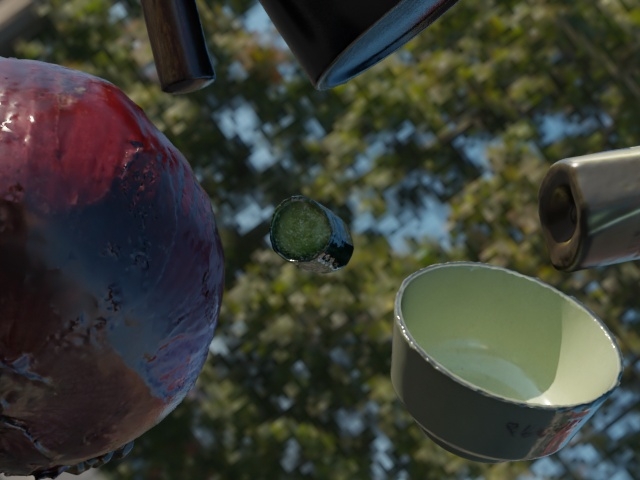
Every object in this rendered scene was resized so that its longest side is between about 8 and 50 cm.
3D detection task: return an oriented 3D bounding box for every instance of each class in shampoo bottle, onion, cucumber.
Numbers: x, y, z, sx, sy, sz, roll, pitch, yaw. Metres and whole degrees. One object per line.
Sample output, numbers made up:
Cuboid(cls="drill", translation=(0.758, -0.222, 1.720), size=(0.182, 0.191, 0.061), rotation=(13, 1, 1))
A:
Cuboid(cls="shampoo bottle", translation=(0.352, -0.048, 1.483), size=(0.125, 0.350, 0.084), rotation=(115, -37, -69))
Cuboid(cls="onion", translation=(-0.192, 0.020, 1.156), size=(0.276, 0.276, 0.276), rotation=(52, -9, 11))
Cuboid(cls="cucumber", translation=(0.000, 0.000, 1.353), size=(0.048, 0.048, 0.105), rotation=(51, 7, 18))

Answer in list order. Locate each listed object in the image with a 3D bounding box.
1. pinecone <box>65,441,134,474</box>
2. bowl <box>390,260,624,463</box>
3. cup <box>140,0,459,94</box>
Cuboid(cls="pinecone", translation=(-0.211, 0.122, 1.596), size=(0.163, 0.163, 0.165), rotation=(55, -8, -7))
Cuboid(cls="bowl", translation=(0.152, 0.121, 1.666), size=(0.211, 0.211, 0.112), rotation=(47, -47, 36))
Cuboid(cls="cup", translation=(-0.014, -0.206, 1.287), size=(0.177, 0.239, 0.166), rotation=(54, -32, 4))
